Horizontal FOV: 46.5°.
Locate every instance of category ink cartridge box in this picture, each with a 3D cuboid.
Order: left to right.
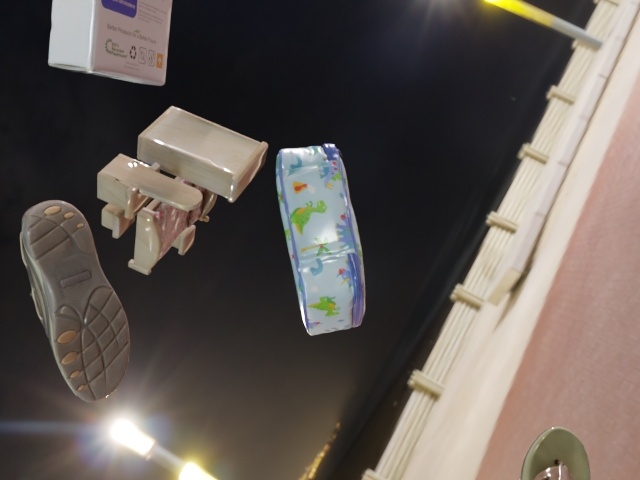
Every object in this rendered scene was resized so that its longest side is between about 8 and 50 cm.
[{"bbox_3d":[-0.221,-0.370,0.846,0.176,0.069,0.371,-23,-57,-75],"label":"ink cartridge box"}]

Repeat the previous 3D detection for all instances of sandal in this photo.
[{"bbox_3d":[0.375,0.435,1.199,0.303,0.120,0.086,-57,-5,-38],"label":"sandal"}]

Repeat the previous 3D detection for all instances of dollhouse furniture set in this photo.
[{"bbox_3d":[-0.221,-0.018,1.252,0.303,0.174,0.355,-58,-12,-47],"label":"dollhouse furniture set"}]

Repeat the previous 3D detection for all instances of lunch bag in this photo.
[{"bbox_3d":[0.000,0.000,0.945,0.176,0.090,0.219,88,172,-62],"label":"lunch bag"}]

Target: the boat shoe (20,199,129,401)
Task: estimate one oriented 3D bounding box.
[{"bbox_3d":[-0.425,0.101,1.289,0.132,0.130,0.355,-16,-77,-30],"label":"boat shoe"}]
